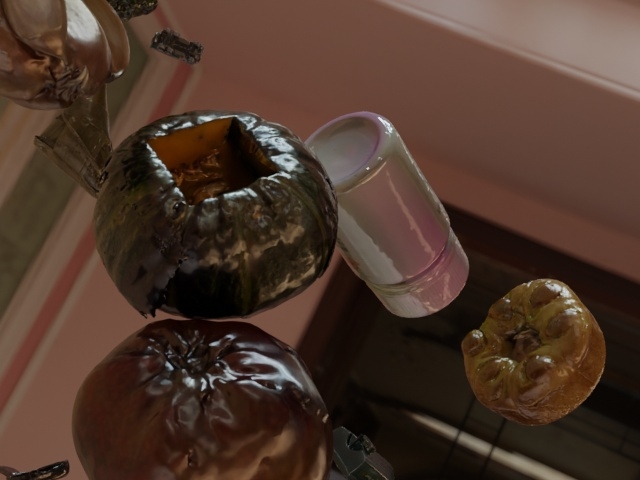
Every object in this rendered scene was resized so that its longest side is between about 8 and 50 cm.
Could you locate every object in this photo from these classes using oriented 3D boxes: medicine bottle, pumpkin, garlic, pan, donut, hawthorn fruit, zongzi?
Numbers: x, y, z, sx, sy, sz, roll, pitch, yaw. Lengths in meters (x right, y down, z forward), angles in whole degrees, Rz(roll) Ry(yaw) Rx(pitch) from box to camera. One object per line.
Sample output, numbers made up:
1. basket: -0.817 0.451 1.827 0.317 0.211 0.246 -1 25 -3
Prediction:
1. medicine bottle: 0.123 -0.041 2.185 0.388 0.219 0.219 52 -123 -38
2. pumpkin: -0.135 -0.037 1.463 0.320 0.320 0.192 -52 -26 -43
3. garlic: -0.341 -0.240 1.410 0.160 0.191 0.214 -23 -15 10
4. pan: -0.547 0.433 2.117 0.115 0.212 0.040 -8 -92 -49
5. donut: 0.327 0.174 1.767 0.114 0.226 0.226 40 -111 -33
6. hawthorn fruit: -0.132 0.251 1.343 0.308 0.308 0.325 -34 -61 -62
7. zongzi: -0.362 -0.173 1.909 0.176 0.160 0.078 -48 -2 -6

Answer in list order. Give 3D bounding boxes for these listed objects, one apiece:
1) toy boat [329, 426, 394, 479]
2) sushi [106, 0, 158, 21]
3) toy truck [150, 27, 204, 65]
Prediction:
1. toy boat: 0.069 0.398 1.987 0.103 0.093 0.246 -38 -34 1
2. sushi: -0.423 -0.520 1.986 0.178 0.352 0.294 -20 -60 -57
3. toy truck: -0.237 -0.317 1.897 0.044 0.083 0.039 161 128 -72
